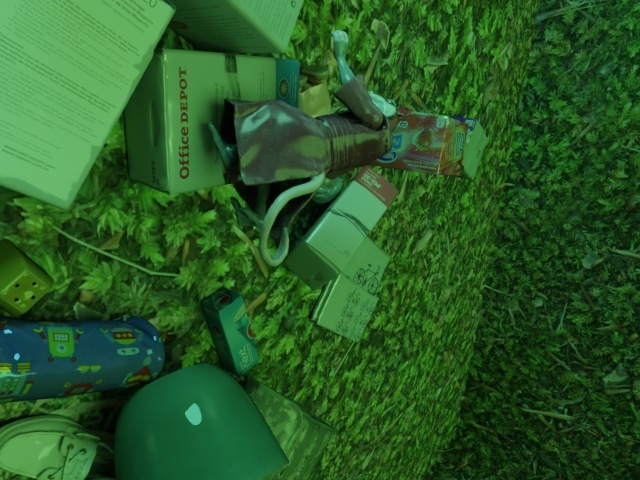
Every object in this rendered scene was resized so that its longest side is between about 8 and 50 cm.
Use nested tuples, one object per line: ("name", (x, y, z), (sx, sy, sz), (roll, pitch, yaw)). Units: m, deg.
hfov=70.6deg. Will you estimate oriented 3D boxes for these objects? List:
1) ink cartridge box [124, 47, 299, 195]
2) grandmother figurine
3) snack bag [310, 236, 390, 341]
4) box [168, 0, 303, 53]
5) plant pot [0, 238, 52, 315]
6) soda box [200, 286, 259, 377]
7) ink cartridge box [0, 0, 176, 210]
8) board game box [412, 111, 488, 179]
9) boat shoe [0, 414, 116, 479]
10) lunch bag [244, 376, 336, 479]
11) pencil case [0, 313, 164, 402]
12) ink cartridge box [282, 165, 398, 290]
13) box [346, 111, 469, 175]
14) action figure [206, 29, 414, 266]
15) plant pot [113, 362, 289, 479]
("ink cartridge box", (-0.188, -0.226, 0.833), (0.308, 0.129, 0.223), (-21, 123, -48))
("grandmother figurine", (-0.006, -0.242, 1.109), (0.208, 0.104, 0.342), (-22, 129, -17))
("snack bag", (0.122, 0.151, 1.499), (0.323, 0.037, 0.342), (39, 73, -53))
("box", (-0.203, -0.438, 0.647), (0.345, 0.215, 0.168), (22, 87, -55))
("plant pot", (-0.445, 0.061, 0.656), (0.081, 0.083, 0.081), (-52, 140, -25))
("soda box", (-0.208, 0.216, 1.058), (0.071, 0.067, 0.210), (-38, 133, -38))
("ink cartridge box", (-0.393, -0.247, 0.541), (0.324, 0.071, 0.330), (30, 86, -45))
("board game box", (0.340, -0.296, 1.385), (0.142, 0.275, 0.144), (19, 90, -55))
("boat shoe", (-0.437, 0.381, 0.798), (0.098, 0.096, 0.277), (-62, 143, -12))
("lunch bag", (-0.130, 0.481, 1.069), (0.235, 0.169, 0.287), (-57, 134, -15))
("pencil case", (-0.406, 0.183, 0.732), (0.306, 0.119, 0.133), (13, 51, -54))
("ink cartridge box", (0.049, -0.029, 1.163), (0.283, 0.117, 0.207), (-51, -176, -26))
("box", (0.220, -0.264, 1.216), (0.154, 0.300, 0.142), (-9, 110, -53))
("action figure", (0.013, -0.169, 0.770), (0.371, 0.275, 0.248), (-20, 145, -17))
("plant pot", (-0.239, 0.375, 0.841), (0.293, 0.235, 0.293), (-26, 159, -10))
